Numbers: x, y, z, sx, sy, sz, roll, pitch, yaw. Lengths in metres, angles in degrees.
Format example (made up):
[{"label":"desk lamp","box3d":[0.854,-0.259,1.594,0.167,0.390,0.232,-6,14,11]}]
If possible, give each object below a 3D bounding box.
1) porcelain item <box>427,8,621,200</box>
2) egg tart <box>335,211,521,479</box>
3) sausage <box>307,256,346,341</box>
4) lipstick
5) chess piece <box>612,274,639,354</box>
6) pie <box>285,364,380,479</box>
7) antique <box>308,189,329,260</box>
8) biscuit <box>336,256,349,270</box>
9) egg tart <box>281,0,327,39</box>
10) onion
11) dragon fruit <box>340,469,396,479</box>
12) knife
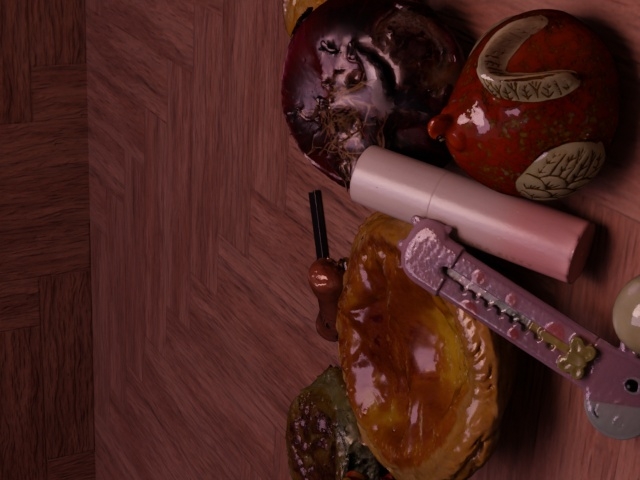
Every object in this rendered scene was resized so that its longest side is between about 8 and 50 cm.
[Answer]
[{"label":"porcelain item","box3d":[0.242,-0.164,1.447,0.253,0.253,0.253,28,122,58]},{"label":"egg tart","box3d":[0.171,0.155,1.737,0.443,0.178,0.443,173,90,-65]},{"label":"sausage","box3d":[0.026,0.113,2.032,0.087,0.079,0.327,25,162,13]},{"label":"lipstick","box3d":[0.199,-0.039,1.553,0.327,0.087,0.087,22,121,25]},{"label":"chess piece","box3d":[0.421,0.122,1.287,0.251,0.144,0.144,-129,40,-52]},{"label":"pie","box3d":[0.022,0.411,2.172,0.288,0.103,0.355,-142,49,-61]},{"label":"antique","box3d":[0.000,0.000,2.203,0.031,0.015,0.192,-3,94,64]},{"label":"biscuit","box3d":[0.041,0.078,2.141,0.081,0.018,0.083,-32,68,61]},{"label":"egg tart","box3d":[0.032,-0.390,1.900,0.341,0.132,0.341,24,118,57]},{"label":"onion","box3d":[0.086,-0.228,1.732,0.314,0.232,0.314,13,117,26]},{"label":"dragon fruit","box3d":[0.110,0.465,1.996,0.133,0.207,0.150,-25,32,50]},{"label":"knife","box3d":[0.260,0.105,1.482,0.398,0.038,0.132,35,105,19]}]
